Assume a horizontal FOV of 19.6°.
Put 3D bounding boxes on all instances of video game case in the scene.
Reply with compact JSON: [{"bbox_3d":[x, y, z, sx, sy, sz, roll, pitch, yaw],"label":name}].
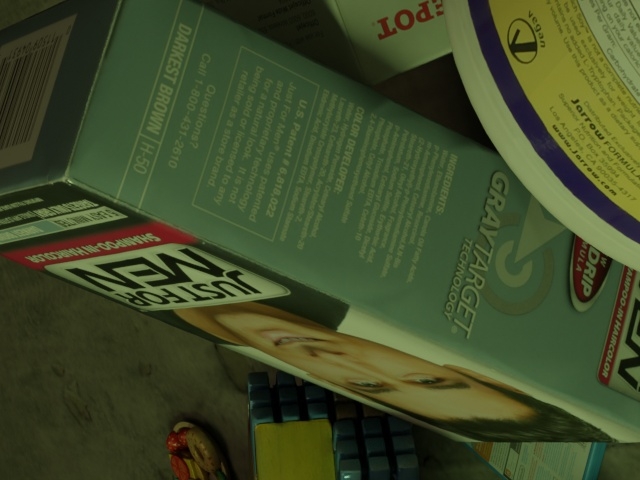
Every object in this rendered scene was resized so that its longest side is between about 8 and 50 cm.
[{"bbox_3d":[0.117,0.099,1.196,0.166,0.015,0.119,40,141,33],"label":"video game case"}]

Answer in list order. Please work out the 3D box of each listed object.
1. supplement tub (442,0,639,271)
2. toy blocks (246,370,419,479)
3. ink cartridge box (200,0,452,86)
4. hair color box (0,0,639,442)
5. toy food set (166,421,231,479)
[{"bbox_3d":[0.220,-0.137,0.683,0.241,0.241,0.331,62,147,5],"label":"supplement tub"},{"bbox_3d":[0.009,0.197,1.199,0.381,0.190,0.261,-99,7,-54],"label":"toy blocks"},{"bbox_3d":[0.003,-0.202,1.011,0.168,0.171,0.233,-9,103,57],"label":"ink cartridge box"},{"bbox_3d":[0.000,0.000,0.989,0.185,0.374,0.114,-9,62,57],"label":"hair color box"},{"bbox_3d":[-0.103,0.192,1.565,0.083,0.020,0.083,4,114,54],"label":"toy food set"}]
